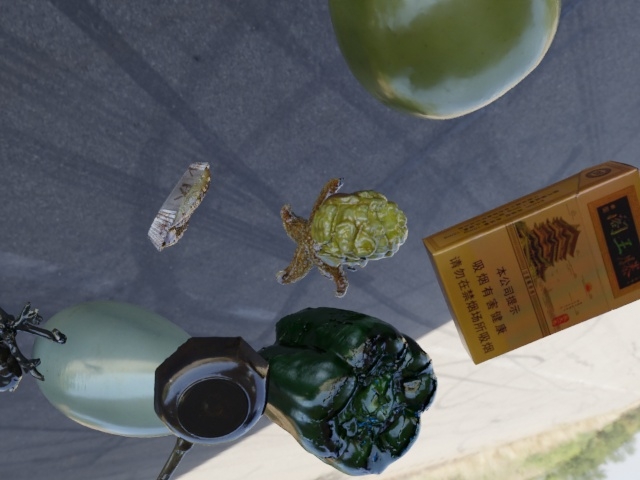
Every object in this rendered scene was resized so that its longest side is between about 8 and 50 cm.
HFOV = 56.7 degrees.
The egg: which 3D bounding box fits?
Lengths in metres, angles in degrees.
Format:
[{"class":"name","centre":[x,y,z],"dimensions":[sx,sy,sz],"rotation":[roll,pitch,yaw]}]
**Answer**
[{"class":"egg","centre":[-0.356,0.235,1.083],"dimensions":[0.370,0.230,0.230],"rotation":[15,161,19]}]

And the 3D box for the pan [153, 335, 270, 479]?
[{"class":"pan","centre":[-0.122,0.207,0.663],"dimensions":[0.128,0.048,0.202],"rotation":[2,110,-11]}]

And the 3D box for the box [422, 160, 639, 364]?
[{"class":"box","centre":[0.293,0.028,0.782],"dimensions":[0.274,0.174,0.076],"rotation":[-23,-162,4]}]

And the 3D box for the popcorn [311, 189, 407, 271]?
[{"class":"popcorn","centre":[0.083,-0.023,1.308],"dimensions":[0.218,0.170,0.189],"rotation":[2,167,-33]}]

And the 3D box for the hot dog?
[{"class":"hot dog","centre":[-0.229,-0.056,0.978],"dimensions":[0.053,0.192,0.099],"rotation":[25,130,-8]}]

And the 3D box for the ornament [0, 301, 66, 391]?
[{"class":"ornament","centre":[-0.498,0.185,0.966],"dimensions":[0.236,0.080,0.202],"rotation":[0,121,28]}]

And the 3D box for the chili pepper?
[{"class":"chili pepper","centre":[0.027,0.221,0.924],"dimensions":[0.233,0.256,0.249],"rotation":[-50,129,-22]}]

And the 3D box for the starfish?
[{"class":"starfish","centre":[0.000,0.002,1.586],"dimensions":[0.303,0.312,0.113],"rotation":[-16,170,40]}]

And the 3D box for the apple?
[{"class":"apple","centre":[0.181,-0.371,0.930],"dimensions":[0.357,0.357,0.357],"rotation":[-21,153,-11]}]
